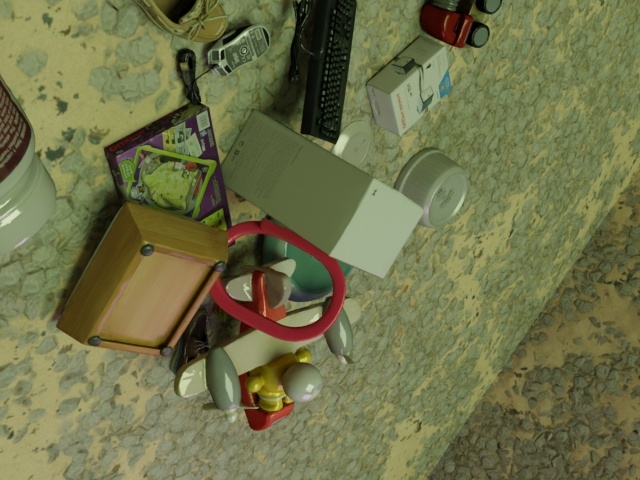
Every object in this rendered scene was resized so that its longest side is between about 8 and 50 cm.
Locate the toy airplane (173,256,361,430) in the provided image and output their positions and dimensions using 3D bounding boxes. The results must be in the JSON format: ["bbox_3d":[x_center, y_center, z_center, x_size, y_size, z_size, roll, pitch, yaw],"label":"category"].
[{"bbox_3d":[-0.092,0.234,1.805,0.386,0.272,0.384,-51,143,-4],"label":"toy airplane"}]

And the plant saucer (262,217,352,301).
[{"bbox_3d":[0.000,0.000,1.951,0.318,0.044,0.317,-18,117,-40],"label":"plant saucer"}]

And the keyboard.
[{"bbox_3d":[0.003,-0.361,1.637,0.201,0.033,0.317,9,87,-53],"label":"keyboard"}]

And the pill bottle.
[{"bbox_3d":[-0.523,-0.164,1.099,0.224,0.224,0.392,-42,142,-20],"label":"pill bottle"}]

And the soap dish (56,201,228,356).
[{"bbox_3d":[-0.325,0.085,1.562,0.229,0.118,0.291,18,113,-41],"label":"soap dish"}]

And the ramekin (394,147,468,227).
[{"bbox_3d":[0.298,-0.130,2.202,0.207,0.109,0.207,-30,138,-32],"label":"ramekin"}]

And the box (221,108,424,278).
[{"bbox_3d":[-0.004,-0.094,1.665,0.215,0.345,0.168,24,98,-54],"label":"box"}]

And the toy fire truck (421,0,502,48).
[{"bbox_3d":[0.293,-0.548,1.848,0.246,0.158,0.217,1,117,-37],"label":"toy fire truck"}]

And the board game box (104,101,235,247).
[{"bbox_3d":[-0.280,-0.078,1.611,0.208,0.056,0.346,-38,141,-31],"label":"board game box"}]

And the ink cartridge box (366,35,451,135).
[{"bbox_3d":[0.209,-0.359,1.938,0.191,0.082,0.139,-45,143,-19],"label":"ink cartridge box"}]

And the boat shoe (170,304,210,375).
[{"bbox_3d":[-0.275,0.232,1.842,0.066,0.066,0.183,-9,124,-47],"label":"boat shoe"}]

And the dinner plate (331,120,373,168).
[{"bbox_3d":[0.078,-0.213,1.955,0.141,0.017,0.141,-31,138,-33],"label":"dinner plate"}]

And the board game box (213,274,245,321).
[{"bbox_3d":[-0.156,0.123,1.917,0.181,0.043,0.092,-9,124,-46],"label":"board game box"}]

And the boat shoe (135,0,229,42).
[{"bbox_3d":[-0.242,-0.396,1.362,0.285,0.089,0.104,20,101,-55],"label":"boat shoe"}]

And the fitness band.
[{"bbox_3d":[-0.090,0.078,1.660,0.209,0.291,0.054,-63,177,0],"label":"fitness band"}]

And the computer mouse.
[{"bbox_3d":[-0.177,-0.339,1.532,0.193,0.042,0.106,-35,135,-19],"label":"computer mouse"}]
